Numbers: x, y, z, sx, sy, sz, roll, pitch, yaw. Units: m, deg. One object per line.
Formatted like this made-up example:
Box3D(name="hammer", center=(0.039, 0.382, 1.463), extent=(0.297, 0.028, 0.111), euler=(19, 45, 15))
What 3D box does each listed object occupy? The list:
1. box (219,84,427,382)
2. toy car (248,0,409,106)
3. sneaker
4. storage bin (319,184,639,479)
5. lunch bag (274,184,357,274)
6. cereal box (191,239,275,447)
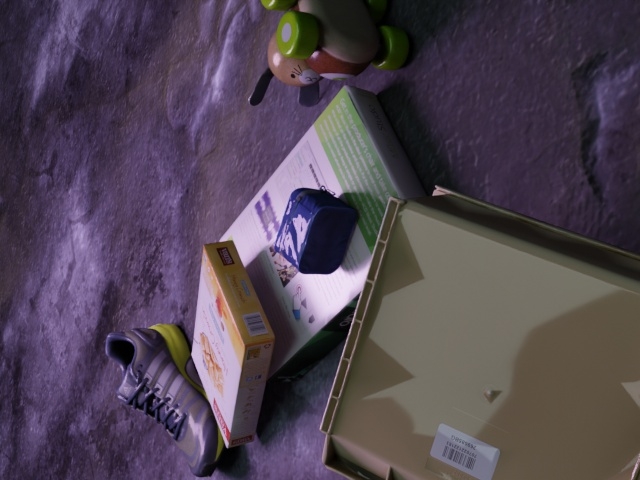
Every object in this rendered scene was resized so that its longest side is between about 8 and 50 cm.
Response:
Box3D(name="box", center=(0.000, 0.000, 1.015), extent=(0.322, 0.058, 0.232), euler=(-47, 52, 37))
Box3D(name="toy car", center=(-0.014, -0.223, 0.992), extent=(0.188, 0.155, 0.149), euler=(-51, 49, 46))
Box3D(name="sneaker", center=(-0.238, 0.240, 1.217), extent=(0.300, 0.121, 0.111), euler=(47, 121, 42))
Box3D(name="storage bin", center=(0.160, 0.117, 0.686), extent=(0.262, 0.123, 0.260), euler=(22, 104, 24))
Box3D(name="lunch bag", center=(-0.008, -0.016, 0.929), extent=(0.065, 0.067, 0.098), euler=(35, 111, 45))
Box3D(name="cereal box", center=(-0.123, 0.143, 1.084), extent=(0.240, 0.047, 0.173), euler=(104, 147, -43))
